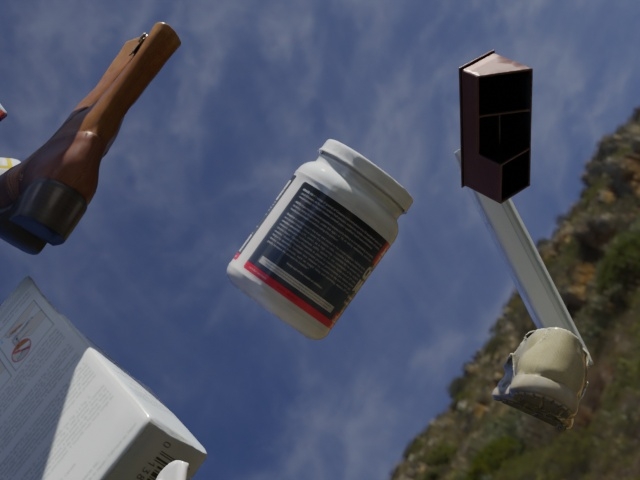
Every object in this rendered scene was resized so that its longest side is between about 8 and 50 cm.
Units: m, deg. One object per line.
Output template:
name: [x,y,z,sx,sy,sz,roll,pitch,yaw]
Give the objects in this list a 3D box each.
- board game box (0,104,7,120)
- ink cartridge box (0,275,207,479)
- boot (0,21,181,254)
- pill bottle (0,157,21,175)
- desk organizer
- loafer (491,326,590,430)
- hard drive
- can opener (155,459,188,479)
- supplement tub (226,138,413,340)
board game box: [-0.400,-0.093,0.952,0.142,0.144,0.275,54,-162,-8]
ink cartridge box: [-0.319,0.238,1.233,0.308,0.385,0.091,-51,-54,-4]
boot: [-0.299,-0.128,1.391,0.096,0.264,0.280,34,-111,-21]
pill bottle: [-0.444,-0.060,1.551,0.184,0.103,0.103,4,-75,-22]
desk organizer: [0.163,-0.104,1.095,0.047,0.050,0.130,-30,-48,-29]
loafer: [0.262,0.156,1.348,0.268,0.102,0.092,79,-145,-80]
hard drive: [0.260,0.023,1.533,0.040,0.308,0.203,-27,-5,6]
can opener: [-0.121,0.289,0.891,0.093,0.280,0.074,27,-52,-17]
supplement tub: [0.000,0.000,1.837,0.272,0.191,0.191,-54,-40,-3]
